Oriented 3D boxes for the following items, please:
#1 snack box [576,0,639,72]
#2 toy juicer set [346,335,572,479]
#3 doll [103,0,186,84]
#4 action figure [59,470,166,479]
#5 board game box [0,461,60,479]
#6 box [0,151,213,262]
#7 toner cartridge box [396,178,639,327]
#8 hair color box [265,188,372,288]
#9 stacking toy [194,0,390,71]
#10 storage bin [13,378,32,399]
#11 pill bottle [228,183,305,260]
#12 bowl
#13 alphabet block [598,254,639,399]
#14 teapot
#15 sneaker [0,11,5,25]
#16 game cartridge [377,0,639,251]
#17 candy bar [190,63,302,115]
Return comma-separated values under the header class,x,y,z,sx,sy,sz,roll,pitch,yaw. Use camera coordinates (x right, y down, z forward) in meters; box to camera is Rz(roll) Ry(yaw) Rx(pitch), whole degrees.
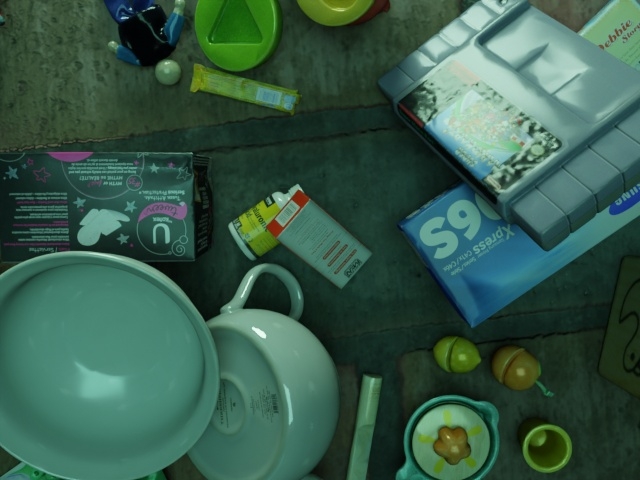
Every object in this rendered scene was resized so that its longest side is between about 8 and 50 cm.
class,x,y,z,sx,sy,sz,roll,pitch,yaw
snack box,0.364,-0.165,0.939,0.322,0.060,0.187,-44,92,3
toy juicer set,0.175,0.247,0.947,0.329,0.089,0.209,-12,93,1
doll,-0.247,-0.309,0.944,0.129,0.046,0.189,-24,93,9
action figure,-0.329,0.360,0.909,0.232,0.063,0.137,-29,90,-39
board game box,-0.415,0.547,0.986,0.390,0.050,0.390,-35,92,2
box,-0.277,-0.045,0.900,0.247,0.163,0.142,0,95,0
toner cartridge box,0.290,-0.053,0.879,0.348,0.075,0.165,-36,94,4
hair color box,0.000,0.000,0.925,0.072,0.043,0.141,-48,125,2
stacking toy,-0.062,-0.396,0.936,0.279,0.130,0.309,-28,89,28
storage bin,-0.546,0.155,0.874,0.260,0.123,0.262,-28,95,38
pill bottle,-0.066,-0.028,0.948,0.116,0.065,0.065,-34,92,1
bowl,-0.265,0.135,0.826,0.297,0.134,0.298,0,108,-1
alphabet block,0.515,0.132,0.885,0.193,0.197,0.192,13,92,0
teapot,-0.063,0.202,0.906,0.252,0.187,0.256,40,114,30
sneaker,-0.491,-0.353,0.934,0.125,0.104,0.262,29,97,-18
game cartridge,0.246,-0.170,0.836,0.230,0.068,0.355,-35,51,-1
candy bar,-0.108,-0.216,0.962,0.161,0.018,0.040,14,96,-1
